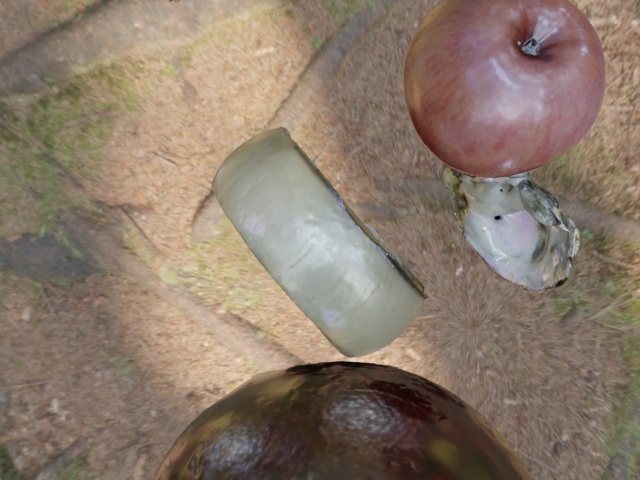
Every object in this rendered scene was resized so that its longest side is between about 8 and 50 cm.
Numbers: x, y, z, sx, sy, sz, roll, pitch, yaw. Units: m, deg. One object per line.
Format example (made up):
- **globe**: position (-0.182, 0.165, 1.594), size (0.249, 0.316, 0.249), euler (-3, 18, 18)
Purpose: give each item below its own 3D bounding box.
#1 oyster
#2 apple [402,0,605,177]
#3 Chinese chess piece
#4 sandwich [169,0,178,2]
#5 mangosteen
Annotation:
- **oyster**: position (0.200, -0.031, 0.930), size (0.081, 0.163, 0.191), euler (-35, 70, -22)
- **apple**: position (0.141, -0.126, 0.679), size (0.153, 0.120, 0.153), euler (2, 73, -8)
- **Chinese chess piece**: position (0.000, 0.000, 0.897), size (0.103, 0.250, 0.250), euler (-39, 79, 4)
- **sandwich**: position (-0.126, -0.328, 1.044), size (0.074, 0.074, 0.116), euler (14, 105, -6)
- **mangosteen**: position (0.002, 0.224, 0.585), size (0.293, 0.297, 0.297), euler (-14, 81, -24)
